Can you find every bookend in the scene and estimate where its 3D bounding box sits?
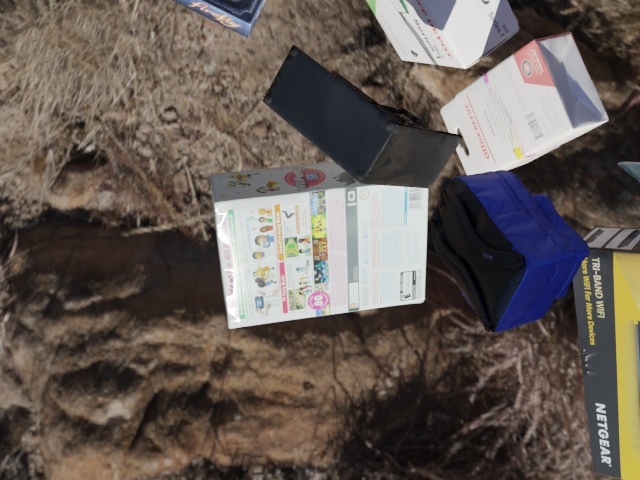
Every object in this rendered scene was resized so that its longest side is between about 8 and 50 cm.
[{"bbox_3d":[0.049,-0.131,0.963,0.157,0.156,0.072,-1,127,-56],"label":"bookend"}]

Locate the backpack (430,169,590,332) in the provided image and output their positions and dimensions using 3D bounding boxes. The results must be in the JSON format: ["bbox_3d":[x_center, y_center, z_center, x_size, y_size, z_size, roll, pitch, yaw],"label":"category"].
[{"bbox_3d":[0.154,0.002,0.743,0.101,0.120,0.098,-11,140,-31],"label":"backpack"}]

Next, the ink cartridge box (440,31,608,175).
[{"bbox_3d":[0.241,-0.156,1.080,0.067,0.198,0.115,-18,84,-30],"label":"ink cartridge box"}]

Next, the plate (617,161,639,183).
[{"bbox_3d":[0.464,-0.071,1.096,0.188,0.188,0.024,10,94,-12],"label":"plate"}]

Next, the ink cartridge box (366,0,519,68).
[{"bbox_3d":[0.142,-0.318,1.151,0.092,0.219,0.160,-37,110,-4],"label":"ink cartridge box"}]

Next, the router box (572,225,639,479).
[{"bbox_3d":[0.427,0.143,1.006,0.243,0.081,0.309,3,113,40],"label":"router box"}]

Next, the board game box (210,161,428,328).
[{"bbox_3d":[0.000,0.000,1.306,0.303,0.097,0.224,-7,123,-8],"label":"board game box"}]

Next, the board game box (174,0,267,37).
[{"bbox_3d":[-0.098,-0.365,0.961,0.165,0.042,0.243,25,79,-4],"label":"board game box"}]
